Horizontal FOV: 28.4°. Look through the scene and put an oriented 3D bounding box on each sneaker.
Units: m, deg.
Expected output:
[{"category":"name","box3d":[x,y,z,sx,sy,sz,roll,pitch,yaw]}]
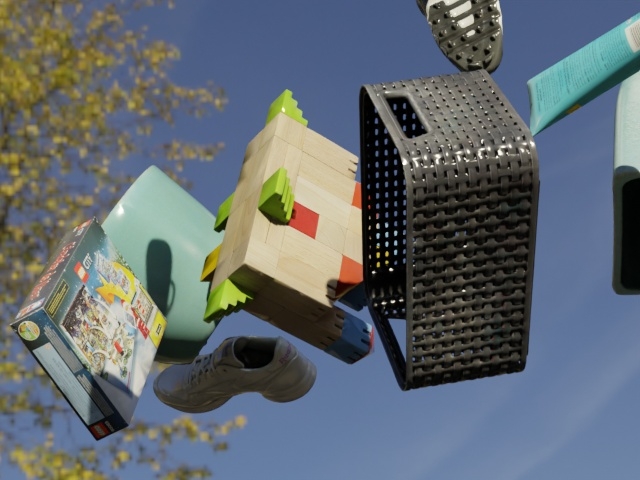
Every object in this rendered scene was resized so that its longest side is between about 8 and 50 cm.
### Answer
[{"category":"sneaker","box3d":[-0.165,0.215,2.197,0.305,0.114,0.152,-11,-41,21]},{"category":"sneaker","box3d":[0.149,-0.256,1.384,0.078,0.234,0.106,-27,-33,8]}]

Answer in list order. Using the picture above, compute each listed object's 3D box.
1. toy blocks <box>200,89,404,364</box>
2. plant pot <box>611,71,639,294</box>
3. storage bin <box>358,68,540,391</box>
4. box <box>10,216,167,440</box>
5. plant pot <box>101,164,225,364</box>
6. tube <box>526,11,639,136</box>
[{"category":"toy blocks","box3d":[0.000,0.000,1.838,0.261,0.381,0.191,28,-42,-21]},{"category":"plant pot","box3d":[0.486,-0.106,1.596,0.247,0.252,0.247,-3,-38,11]},{"category":"storage bin","box3d":[0.080,-0.006,0.819,0.084,0.122,0.180,-9,-56,-8]},{"category":"box","box3d":[-0.248,0.091,1.396,0.044,0.233,0.159,-27,-71,15]},{"category":"plant pot","box3d":[-0.255,0.062,2.055,0.235,0.293,0.293,34,-41,-3]},{"category":"tube","box3d":[0.303,-0.190,1.364,0.052,0.080,0.207,33,-45,-30]}]
